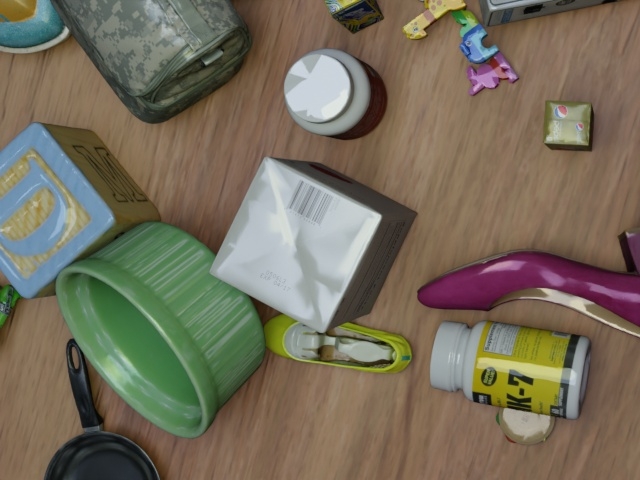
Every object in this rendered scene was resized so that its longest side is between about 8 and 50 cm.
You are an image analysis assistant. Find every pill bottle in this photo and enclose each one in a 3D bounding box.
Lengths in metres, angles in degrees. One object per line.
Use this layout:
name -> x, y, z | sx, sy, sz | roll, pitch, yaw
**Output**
pill bottle -> 0.019, -0.205, 1.775 | 0.121, 0.216, 0.121 | 0, 92, 12
pill bottle -> 0.267, 0.177, 1.778 | 0.209, 0.119, 0.119 | 8, 93, 18

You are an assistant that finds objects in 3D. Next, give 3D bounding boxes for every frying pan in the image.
frying pan -> -0.367, 0.336, 1.962 | 0.197, 0.053, 0.326 | -33, 83, 11

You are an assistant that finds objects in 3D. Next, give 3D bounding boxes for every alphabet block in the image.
alphabet block -> -0.389, -0.045, 1.881 | 0.192, 0.197, 0.193 | -39, 83, 12

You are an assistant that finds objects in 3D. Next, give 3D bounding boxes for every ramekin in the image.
ramekin -> -0.220, 0.119, 1.801 | 0.303, 0.303, 0.148 | 45, 60, 8

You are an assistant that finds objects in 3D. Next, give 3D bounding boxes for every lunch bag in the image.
lunch bag -> -0.244, -0.345, 1.776 | 0.213, 0.256, 0.305 | -35, 88, -16

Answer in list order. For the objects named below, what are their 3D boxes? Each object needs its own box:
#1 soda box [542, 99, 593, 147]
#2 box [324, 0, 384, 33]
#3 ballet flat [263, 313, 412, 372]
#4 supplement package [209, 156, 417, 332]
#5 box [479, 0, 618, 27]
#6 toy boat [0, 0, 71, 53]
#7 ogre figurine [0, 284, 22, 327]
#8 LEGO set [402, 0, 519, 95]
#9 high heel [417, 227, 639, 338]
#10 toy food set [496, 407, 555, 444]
soda box -> 0.339, -0.154, 1.722 | 0.061, 0.181, 0.058 | 4, 93, 13
box -> 0.043, -0.340, 1.789 | 0.054, 0.169, 0.059 | -25, 86, 12
ballet flat -> 0.019, 0.150, 1.856 | 0.231, 0.077, 0.077 | 9, 94, 12
supplement package -> 0.000, 0.000, 1.745 | 0.178, 0.293, 0.175 | 27, 98, 11
box -> 0.351, -0.404, 1.726 | 0.290, 0.087, 0.169 | -12, 82, 2
toy boat -> -0.522, -0.341, 1.926 | 0.267, 0.148, 0.318 | 36, 98, 9
ogre figurine -> -0.566, 0.124, 1.983 | 0.197, 0.097, 0.118 | 5, 75, -3
LEGO set -> 0.176, -0.298, 1.804 | 0.093, 0.087, 0.227 | -36, 83, 11
high heel -> 0.330, 0.097, 1.756 | 0.377, 0.127, 0.181 | -12, 81, 10
toy food set -> 0.296, 0.255, 1.827 | 0.083, 0.020, 0.082 | 11, 94, 12
